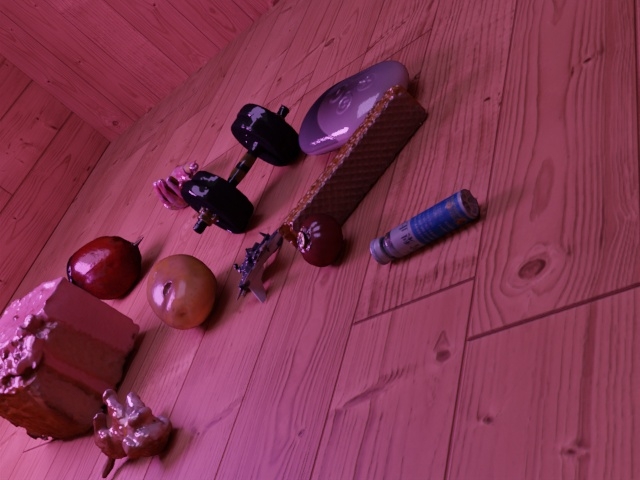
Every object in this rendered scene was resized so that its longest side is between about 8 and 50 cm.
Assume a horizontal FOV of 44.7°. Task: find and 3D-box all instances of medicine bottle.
[{"bbox_3d":[0.164,-0.019,1.246,0.191,0.051,0.051,-31,31,34],"label":"medicine bottle"}]

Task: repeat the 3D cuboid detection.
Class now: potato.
[{"bbox_3d":[-0.306,0.110,1.748,0.234,0.146,0.150,32,126,53],"label":"potato"}]

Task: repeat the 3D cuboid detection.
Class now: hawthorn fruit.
[{"bbox_3d":[-0.613,0.067,2.290,0.251,0.189,0.189,-35,25,-1],"label":"hawthorn fruit"}]

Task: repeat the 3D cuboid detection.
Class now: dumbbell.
[{"bbox_3d":[-0.191,-0.176,1.912,0.388,0.185,0.185,-57,25,-13],"label":"dumbbell"}]

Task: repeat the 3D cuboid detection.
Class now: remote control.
[{"bbox_3d":[0.069,-0.293,1.735,0.332,0.103,0.221,-15,39,53],"label":"remote control"}]

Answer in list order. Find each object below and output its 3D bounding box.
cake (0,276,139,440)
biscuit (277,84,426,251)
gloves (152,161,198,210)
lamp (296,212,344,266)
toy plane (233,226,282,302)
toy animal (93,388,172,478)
[{"bbox_3d":[-0.652,0.289,1.895,0.314,0.293,0.307,-16,43,41],"label":"cake"},{"bbox_3d":[0.064,-0.138,1.535,0.379,0.094,0.054,-51,25,-5],"label":"biscuit"},{"bbox_3d":[-0.424,-0.160,2.357,0.145,0.126,0.241,-28,19,-12],"label":"gloves"},{"bbox_3d":[0.000,0.000,1.449,0.101,0.090,0.101,-6,83,59],"label":"lamp"},{"bbox_3d":[-0.133,0.035,1.639,0.234,0.082,0.160,-78,10,-46],"label":"toy plane"},{"bbox_3d":[-0.365,0.402,1.519,0.185,0.104,0.184,10,90,43],"label":"toy animal"}]
